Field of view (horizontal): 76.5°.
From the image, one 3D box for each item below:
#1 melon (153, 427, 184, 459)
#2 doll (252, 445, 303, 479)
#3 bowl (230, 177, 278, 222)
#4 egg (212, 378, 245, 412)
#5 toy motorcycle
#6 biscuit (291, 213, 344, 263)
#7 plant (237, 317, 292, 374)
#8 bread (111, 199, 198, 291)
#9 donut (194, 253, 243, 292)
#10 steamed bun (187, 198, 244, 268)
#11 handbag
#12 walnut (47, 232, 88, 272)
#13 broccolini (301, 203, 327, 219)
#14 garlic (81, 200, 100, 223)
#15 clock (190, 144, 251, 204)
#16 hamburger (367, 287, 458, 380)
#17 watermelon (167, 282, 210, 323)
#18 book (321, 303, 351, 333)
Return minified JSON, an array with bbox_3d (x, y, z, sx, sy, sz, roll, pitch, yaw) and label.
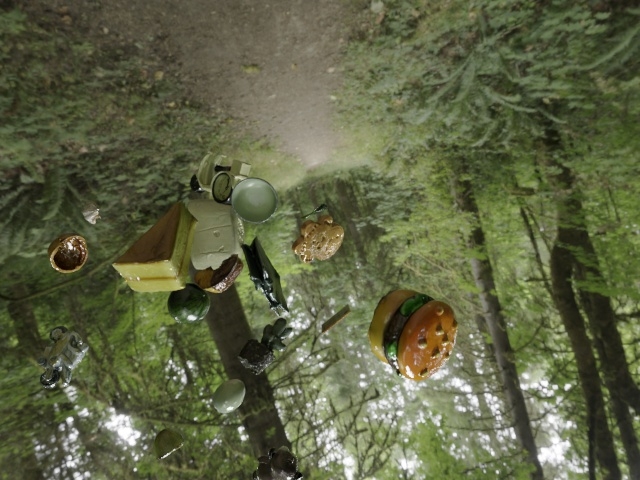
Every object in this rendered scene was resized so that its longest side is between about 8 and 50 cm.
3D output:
[{"bbox_3d":[-0.779,1.025,2.073,0.160,0.128,0.079,-27,166,-46],"label":"melon"},{"bbox_3d":[-0.191,1.000,1.771,0.257,0.182,0.117,-50,-179,24],"label":"doll"},{"bbox_3d":[-0.294,-0.194,1.851,0.211,0.211,0.112,-16,-161,6],"label":"bowl"},{"bbox_3d":[-0.578,0.991,2.608,0.217,0.183,0.183,-37,-175,2],"label":"egg"},{"bbox_3d":[-0.932,0.418,1.483,0.151,0.229,0.074,-3,147,-10],"label":"toy motorcycle"},{"bbox_3d":[0.002,0.001,2.063,0.052,0.275,0.355,35,-169,34],"label":"biscuit"},{"bbox_3d":[-0.241,0.474,1.851,0.274,0.149,0.146,-42,163,-34],"label":"plant"},{"bbox_3d":[-0.691,0.014,1.765,0.244,0.362,0.233,-1,143,0],"label":"bread"},{"bbox_3d":[-0.519,0.198,2.122,0.295,0.151,0.112,-27,137,21],"label":"donut"},{"bbox_3d":[-0.682,-0.041,2.646,0.371,0.456,0.290,-2,179,7],"label":"steamed bun"},{"bbox_3d":[-0.214,0.143,1.583,0.079,0.248,0.260,-25,-144,-2],"label":"handbag"},{"bbox_3d":[-1.134,0.047,1.799,0.087,0.211,0.167,28,-132,14],"label":"walnut"},{"bbox_3d":[-0.028,-0.126,1.834,0.140,0.030,0.035,-28,163,27],"label":"broccolini"},{"bbox_3d":[-1.102,-0.134,1.950,0.074,0.113,0.094,-22,-162,-33],"label":"garlic"},{"bbox_3d":[-0.530,-0.340,2.116,0.379,0.277,0.120,27,-168,32],"label":"clock"},{"bbox_3d":[0.428,0.425,1.798,0.395,0.396,0.277,-20,-154,-33],"label":"hamburger"},{"bbox_3d":[-0.775,0.369,2.389,0.242,0.242,0.242,-17,-174,2],"label":"watermelon"},{"bbox_3d":[0.075,0.377,1.957,0.172,0.012,0.118,-39,-174,3],"label":"book"}]
